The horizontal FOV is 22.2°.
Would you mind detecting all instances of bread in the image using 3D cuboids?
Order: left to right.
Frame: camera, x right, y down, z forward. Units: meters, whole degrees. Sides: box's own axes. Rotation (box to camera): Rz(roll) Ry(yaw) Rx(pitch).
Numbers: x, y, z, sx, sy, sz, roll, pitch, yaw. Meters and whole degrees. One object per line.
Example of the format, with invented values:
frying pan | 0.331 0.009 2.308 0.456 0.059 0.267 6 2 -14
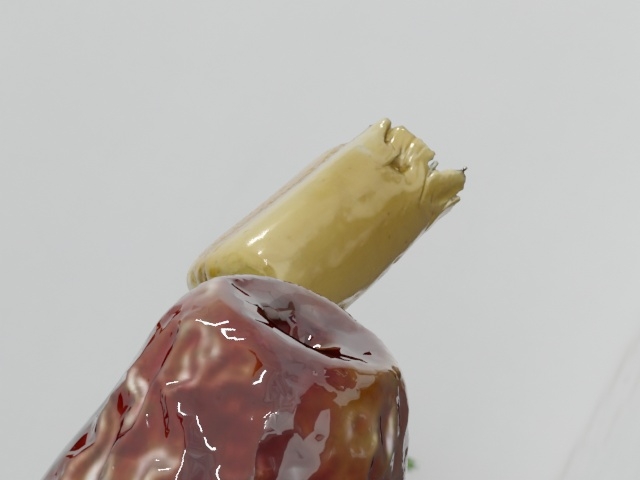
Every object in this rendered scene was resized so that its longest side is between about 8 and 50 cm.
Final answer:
bread | 0.001 0.001 1.056 0.173 0.085 0.134 -40 7 -26

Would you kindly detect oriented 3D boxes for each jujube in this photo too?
jujube | -0.049 0.145 0.679 0.190 0.190 0.255 -107 41 -74
